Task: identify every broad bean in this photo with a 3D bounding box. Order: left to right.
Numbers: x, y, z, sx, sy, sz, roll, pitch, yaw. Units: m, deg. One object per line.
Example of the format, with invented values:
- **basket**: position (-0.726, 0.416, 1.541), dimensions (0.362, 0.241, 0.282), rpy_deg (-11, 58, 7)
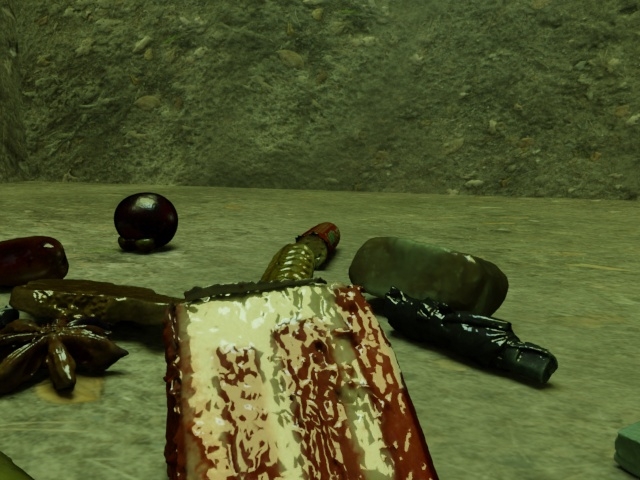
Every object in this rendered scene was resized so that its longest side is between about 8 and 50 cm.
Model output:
- **broad bean**: position (-0.533, 0.040, 0.950), dimensions (0.165, 0.084, 0.114), rpy_deg (-8, 17, -11)

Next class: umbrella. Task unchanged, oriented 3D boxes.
- **umbrella**: position (0.176, 0.115, 0.665), dimensions (0.236, 0.059, 0.066), rpy_deg (17, -23, 46)

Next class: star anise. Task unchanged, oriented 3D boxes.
- **star anise**: position (-0.299, 0.120, 0.602), dimensions (0.168, 0.057, 0.168), rpy_deg (0, 9, 0)

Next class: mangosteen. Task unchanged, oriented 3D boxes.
- **mangosteen**: position (-0.408, -0.037, 1.263), dimensions (0.153, 0.152, 0.152), rpy_deg (1, 11, 0)

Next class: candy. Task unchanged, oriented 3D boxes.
- **candy**: position (0.155, 0.056, 0.812), dimensions (0.104, 0.102, 0.234), rpy_deg (18, -1, -43)

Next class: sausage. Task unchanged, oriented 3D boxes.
- **sausage**: position (0.000, 0.000, 1.210), dimensions (0.083, 0.083, 0.264), rpy_deg (2, 10, 9)

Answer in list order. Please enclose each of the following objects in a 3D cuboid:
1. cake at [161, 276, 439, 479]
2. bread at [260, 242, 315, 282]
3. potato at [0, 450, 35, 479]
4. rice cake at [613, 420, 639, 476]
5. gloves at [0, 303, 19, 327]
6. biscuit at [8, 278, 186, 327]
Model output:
- **cake**: position (-0.022, 0.174, 0.358), dimensions (0.158, 0.159, 0.262), rpy_deg (-2, 45, -16)
- **bread**: position (-0.055, 0.067, 0.848), dimensions (0.084, 0.077, 0.367), rpy_deg (2, 11, 1)
- **potato**: position (-0.244, 0.157, 0.280), dimensions (0.252, 0.113, 0.149), rpy_deg (13, 6, 17)
- **rice cake**: position (0.366, 0.164, 0.448), dimensions (0.237, 0.043, 0.127), rpy_deg (-7, 15, -33)
- **gloves**: position (-0.461, 0.106, 0.760), dimensions (0.086, 0.026, 0.064), rpy_deg (-1, 8, 16)
- **biscuit**: position (-0.307, 0.087, 0.755), dimensions (0.320, 0.047, 0.183), rpy_deg (3, 1, 25)
